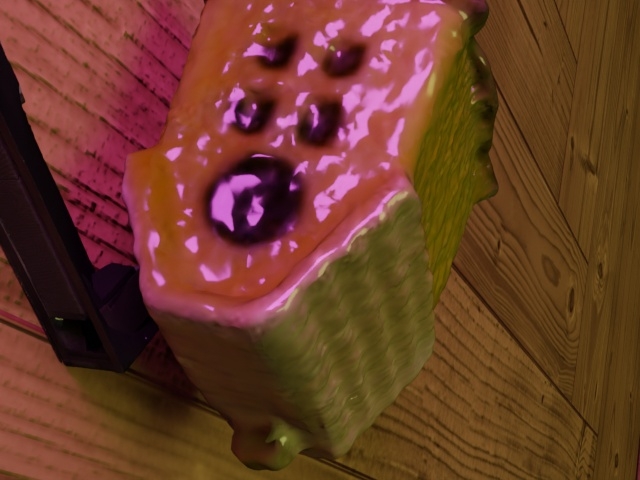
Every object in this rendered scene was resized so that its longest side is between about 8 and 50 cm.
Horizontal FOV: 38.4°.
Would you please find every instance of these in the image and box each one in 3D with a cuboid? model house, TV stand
[{"bbox_3d":[0.000,0.000,0.515,0.193,0.175,0.234,73,27,-57],"label":"model house"},{"bbox_3d":[-0.137,-0.051,0.420,0.049,0.040,0.256,-54,138,-46],"label":"TV stand"}]
